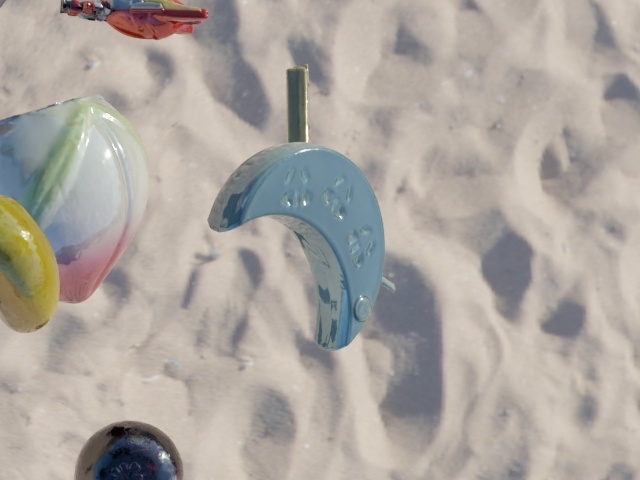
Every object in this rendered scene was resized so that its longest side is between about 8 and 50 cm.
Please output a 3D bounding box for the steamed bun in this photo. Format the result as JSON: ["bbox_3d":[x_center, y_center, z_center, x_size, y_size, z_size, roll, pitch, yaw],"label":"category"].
[{"bbox_3d":[-0.384,-0.047,1.647,0.309,0.309,0.309,3,84,-27],"label":"steamed bun"}]

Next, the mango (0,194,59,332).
[{"bbox_3d":[-0.292,0.024,1.070,0.076,0.103,0.161,-43,139,-32],"label":"mango"}]

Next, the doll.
[{"bbox_3d":[-0.226,-0.271,1.373,0.169,0.109,0.057,-2,90,-17],"label":"doll"}]

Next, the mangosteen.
[{"bbox_3d":[-0.262,0.320,1.570,0.152,0.152,0.152,3,84,-27],"label":"mangosteen"}]

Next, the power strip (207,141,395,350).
[{"bbox_3d":[0.000,0.000,0.967,0.216,0.044,0.137,48,60,-39],"label":"power strip"}]

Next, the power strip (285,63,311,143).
[{"bbox_3d":[-0.035,-0.144,1.822,0.044,0.064,0.305,-3,70,3],"label":"power strip"}]

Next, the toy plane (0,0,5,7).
[{"bbox_3d":[-0.141,-0.075,0.352,0.316,0.103,0.204,-31,77,-3],"label":"toy plane"}]
